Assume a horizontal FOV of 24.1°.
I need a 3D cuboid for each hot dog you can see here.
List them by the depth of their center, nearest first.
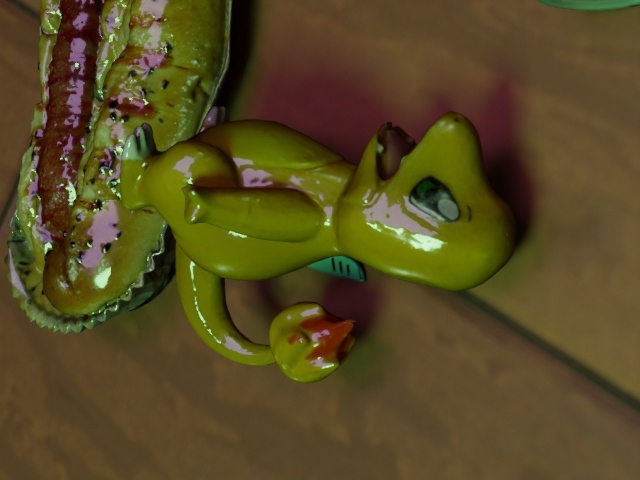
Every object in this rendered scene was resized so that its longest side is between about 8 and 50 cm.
[{"bbox_3d":[-0.105,-0.075,0.784,0.131,0.069,0.252,6,85,41],"label":"hot dog"}]

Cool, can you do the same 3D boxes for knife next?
[{"bbox_3d":[-0.011,0.004,0.725,0.091,0.005,0.014,22,93,41],"label":"knife"}]

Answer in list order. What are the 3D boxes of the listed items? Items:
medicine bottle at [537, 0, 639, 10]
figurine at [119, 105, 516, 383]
[{"bbox_3d":[0.114,-0.208,0.625,0.074,0.074,0.218,-9,76,40],"label":"medicine bottle"},{"bbox_3d":[0.002,0.004,0.662,0.176,0.121,0.122,3,100,29],"label":"figurine"}]
